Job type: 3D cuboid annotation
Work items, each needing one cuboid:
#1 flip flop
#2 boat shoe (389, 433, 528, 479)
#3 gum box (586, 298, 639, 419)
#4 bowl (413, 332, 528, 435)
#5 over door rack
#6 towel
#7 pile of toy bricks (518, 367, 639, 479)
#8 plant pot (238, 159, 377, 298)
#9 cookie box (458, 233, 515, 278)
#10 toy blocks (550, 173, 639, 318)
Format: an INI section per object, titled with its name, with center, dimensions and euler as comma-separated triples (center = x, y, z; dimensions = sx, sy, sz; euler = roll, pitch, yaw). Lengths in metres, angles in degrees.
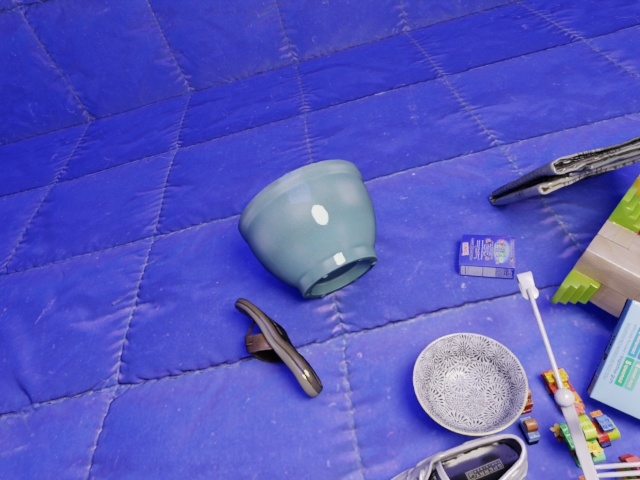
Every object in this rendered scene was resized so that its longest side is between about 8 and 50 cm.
[flip flop]
center = -0.099, 0.208, 0.840
dimensions = 0.080, 0.112, 0.277
euler = -44, 52, -6
[boat shoe]
center = 0.169, 0.348, 0.602
dimensions = 0.268, 0.088, 0.096
euler = -20, 43, -3
[gum box]
center = 0.505, 0.190, 0.604
dimensions = 0.184, 0.041, 0.157
euler = 23, 96, 24
[bowl]
center = 0.238, 0.242, 0.696
dimensions = 0.170, 0.080, 0.170
euler = -9, 44, 9
[over door rack]
center = 0.403, 0.142, 0.531
dimensions = 0.240, 0.108, 0.324
euler = -16, 52, 19
[towel]
center = 0.544, -0.141, 0.876
dimensions = 0.312, 0.324, 0.056
euler = -15, 85, 2
[pile of toy bricks]
center = 0.362, 0.267, 0.609
dimensions = 0.118, 0.105, 0.212
euler = -17, 42, 1
[plant pot]
center = 0.000, 0.000, 0.911
dimensions = 0.293, 0.293, 0.196
euler = -25, 69, -8
[cookie box]
center = 0.349, 0.032, 0.907
dimensions = 0.107, 0.040, 0.092
euler = 4, 47, 21
[toy blocks]
center = 0.612, 0.039, 0.733
dimensions = 0.261, 0.190, 0.381
euler = 36, 55, 27
